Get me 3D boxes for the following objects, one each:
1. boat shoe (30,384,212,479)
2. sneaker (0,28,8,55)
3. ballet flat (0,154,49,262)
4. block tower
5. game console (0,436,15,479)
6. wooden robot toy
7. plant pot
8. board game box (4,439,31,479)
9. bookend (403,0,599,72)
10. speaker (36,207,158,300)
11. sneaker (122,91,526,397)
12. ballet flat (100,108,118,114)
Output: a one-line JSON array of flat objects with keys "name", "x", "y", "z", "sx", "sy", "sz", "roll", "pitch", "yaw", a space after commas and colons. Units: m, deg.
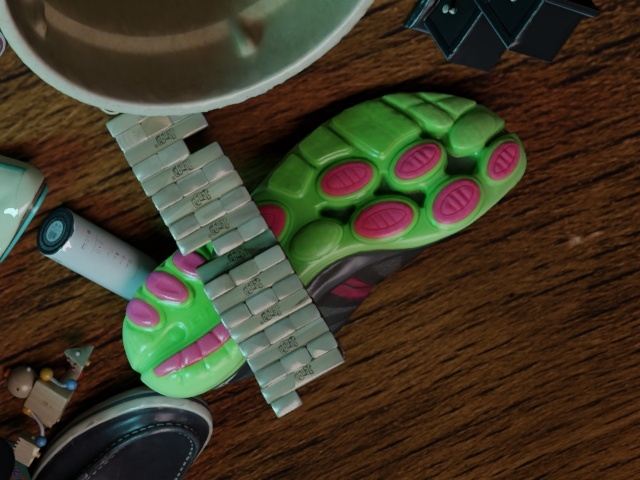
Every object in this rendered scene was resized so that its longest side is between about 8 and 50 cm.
[{"name": "boat shoe", "x": -0.296, "y": 0.365, "z": 2.217, "sx": 0.500, "sy": 0.156, "sz": 0.187, "roll": -45, "pitch": 134, "yaw": 18}, {"name": "sneaker", "x": -0.417, "y": -0.132, "z": 1.682, "sx": 0.299, "sy": 0.112, "sz": 0.121, "roll": -25, "pitch": 139, "yaw": -4}, {"name": "ballet flat", "x": -0.358, "y": 0.012, "z": 1.896, "sx": 0.086, "sy": 0.086, "sz": 0.248, "roll": 10, "pitch": 125, "yaw": -35}, {"name": "block tower", "x": -0.089, "y": 0.007, "z": 1.865, "sx": 0.097, "sy": 0.335, "sz": 0.091, "roll": -29, "pitch": -177, "yaw": 0}, {"name": "game console", "x": -0.409, "y": 0.255, "z": 1.915, "sx": 0.173, "sy": 0.250, "sz": 0.293, "roll": -4, "pitch": 142, "yaw": 39}, {"name": "wooden robot toy", "x": -0.320, "y": 0.168, "z": 2.090, "sx": 0.079, "sy": 0.076, "sz": 0.173, "roll": 29, "pitch": 121, "yaw": -4}, {"name": "plant pot", "x": -0.136, "y": -0.324, "z": 1.488, "sx": 0.333, "sy": 0.305, "sz": 0.334, "roll": -14, "pitch": 137, "yaw": -14}, {"name": "board game box", "x": -0.404, "y": 0.355, "z": 2.145, "sx": 0.047, "sy": 0.160, "sz": 0.210, "roll": 22, "pitch": 120, "yaw": -41}, {"name": "bookend", "x": 0.178, "y": -0.224, "z": 1.865, "sx": 0.072, "sy": 0.156, "sz": 0.157, "roll": 12, "pitch": 127, "yaw": -36}, {"name": "speaker", "x": -0.234, "y": 0.016, "z": 1.970, "sx": 0.055, "sy": 0.055, "sz": 0.136, "roll": -42, "pitch": 137, "yaw": 16}, {"name": "sneaker", "x": 0.000, "y": 0.000, "z": 2.023, "sx": 0.483, "sy": 0.185, "sz": 0.202, "roll": -31, "pitch": 168, "yaw": -1}, {"name": "ballet flat", "x": -0.207, "y": -0.191, "z": 1.776, "sx": 0.057, "sy": 0.052, "sz": 0.168, "roll": -18, "pitch": 138, "yaw": -10}]
